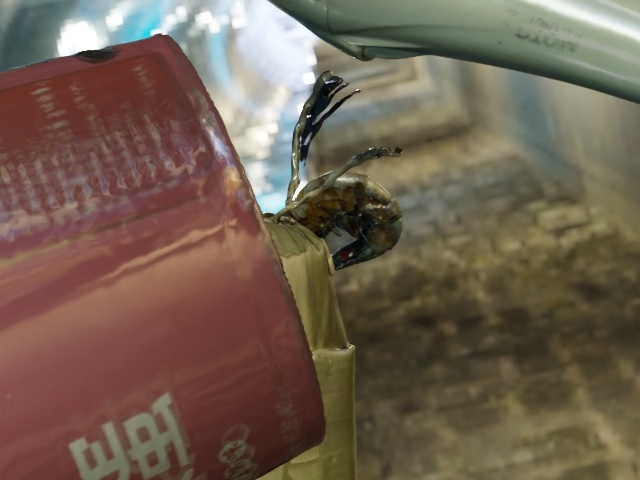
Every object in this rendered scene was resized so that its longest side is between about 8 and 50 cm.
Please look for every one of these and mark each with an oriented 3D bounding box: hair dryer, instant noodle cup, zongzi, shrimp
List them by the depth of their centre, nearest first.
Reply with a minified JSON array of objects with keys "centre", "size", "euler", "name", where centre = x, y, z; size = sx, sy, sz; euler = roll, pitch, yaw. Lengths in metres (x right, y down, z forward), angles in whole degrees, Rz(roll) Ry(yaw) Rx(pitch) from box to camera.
[{"centre":[-0.113,0.031,0.740],"size":[0.235,0.178,0.235],"euler":[159,90,-81],"name":"instant noodle cup"},{"centre":[0.109,-0.203,1.075],"size":[0.296,0.298,0.119],"euler":[42,-154,11],"name":"hair dryer"},{"centre":[-0.110,0.109,1.408],"size":[0.418,0.181,0.447],"euler":[-4,87,57],"name":"zongzi"},{"centre":[0.000,0.000,1.442],"size":[0.091,0.161,0.034],"euler":[35,-134,-22],"name":"shrimp"}]
